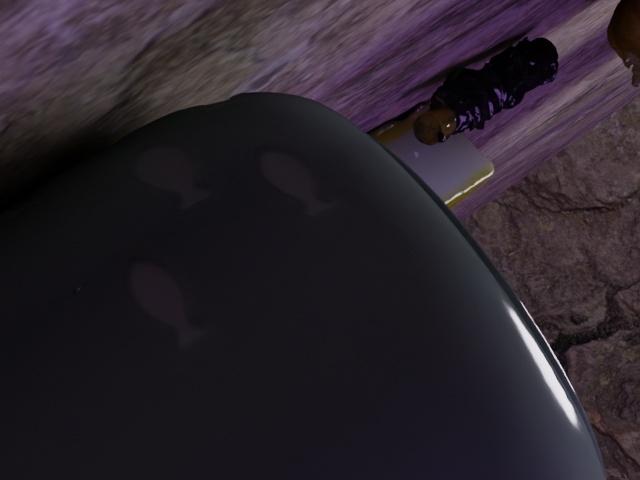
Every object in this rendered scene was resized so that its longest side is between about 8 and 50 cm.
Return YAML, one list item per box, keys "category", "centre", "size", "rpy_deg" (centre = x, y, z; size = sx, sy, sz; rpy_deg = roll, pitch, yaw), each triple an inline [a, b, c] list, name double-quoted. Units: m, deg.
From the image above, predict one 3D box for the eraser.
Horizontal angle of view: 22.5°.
- category: "eraser"
  centre: [0.000, 0.000, 1.104]
  size: [0.158, 0.069, 0.226]
  rpy_deg: [-29, 173, -40]

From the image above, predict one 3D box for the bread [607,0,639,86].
- category: "bread"
  centre: [0.276, -0.160, 1.024]
  size: [0.174, 0.121, 0.245]
  rpy_deg: [-41, 173, 1]

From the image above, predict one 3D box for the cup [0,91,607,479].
- category: "cup"
  centre: [-0.077, 0.090, 0.616]
  size: [0.274, 0.259, 0.356]
  rpy_deg: [-33, -153, -10]

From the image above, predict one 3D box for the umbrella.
- category: "umbrella"
  centre: [0.104, -0.095, 1.012]
  size: [0.144, 0.040, 0.037]
  rpy_deg: [-34, 170, -46]
